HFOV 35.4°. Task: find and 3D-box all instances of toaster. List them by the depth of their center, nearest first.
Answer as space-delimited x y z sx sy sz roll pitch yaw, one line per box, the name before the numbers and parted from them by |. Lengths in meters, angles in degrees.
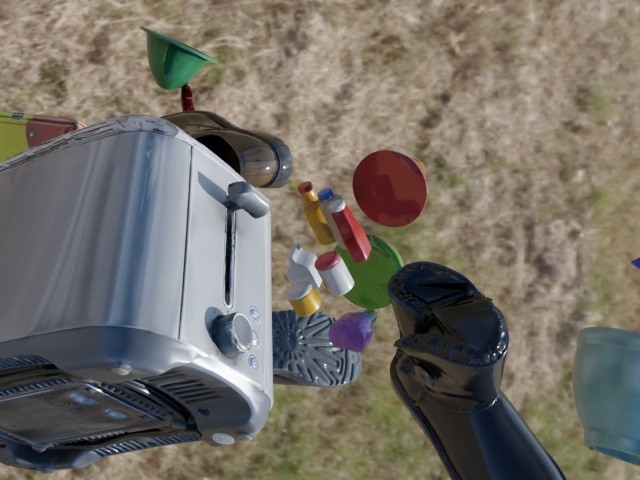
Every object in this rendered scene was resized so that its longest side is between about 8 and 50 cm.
toaster | -0.125 0.033 0.532 0.129 0.227 0.146 39 45 -43

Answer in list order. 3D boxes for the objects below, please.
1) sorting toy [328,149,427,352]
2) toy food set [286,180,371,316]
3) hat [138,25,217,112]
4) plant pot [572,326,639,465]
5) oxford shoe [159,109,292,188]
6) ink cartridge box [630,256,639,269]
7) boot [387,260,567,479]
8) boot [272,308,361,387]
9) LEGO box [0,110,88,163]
sorting toy | 0.103 0.009 1.604 0.126 0.127 0.365 -38 147 -55
toy food set | 0.000 0.000 1.474 0.104 0.111 0.232 62 28 -24
hat | -0.320 -0.319 2.056 0.173 0.208 0.183 19 100 -31
plant pot | 0.568 0.292 1.754 0.293 0.293 0.196 30 75 -39
oxford shoe | -0.148 -0.108 1.176 0.096 0.227 0.082 -10 107 -49
ink cartridge box | 0.481 0.058 0.924 0.176 0.371 0.069 -25 128 -17
boot | 0.148 0.152 0.941 0.094 0.246 0.207 -33 152 -14
boot | -0.194 0.256 1.997 0.367 0.445 0.146 16 60 -36
LEGO box | -0.558 0.008 1.363 0.193 0.501 0.372 39 59 -78
